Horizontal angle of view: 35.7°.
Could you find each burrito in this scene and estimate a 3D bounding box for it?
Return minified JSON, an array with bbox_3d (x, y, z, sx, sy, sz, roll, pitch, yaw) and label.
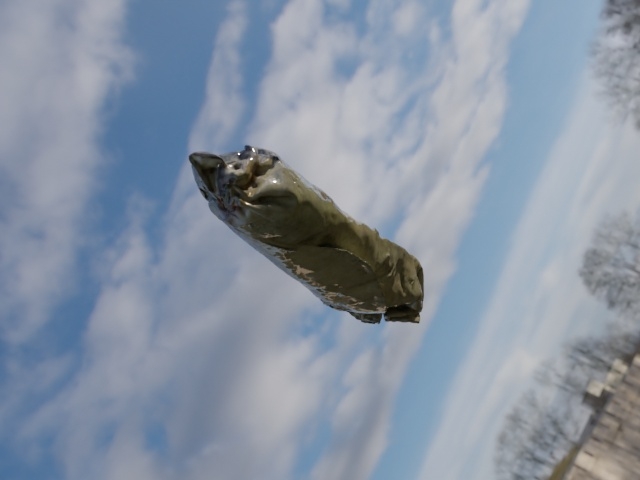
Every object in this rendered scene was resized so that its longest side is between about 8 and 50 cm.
[{"bbox_3d":[-0.001,0.002,0.464,0.188,0.058,0.045,39,-112,-52],"label":"burrito"}]
